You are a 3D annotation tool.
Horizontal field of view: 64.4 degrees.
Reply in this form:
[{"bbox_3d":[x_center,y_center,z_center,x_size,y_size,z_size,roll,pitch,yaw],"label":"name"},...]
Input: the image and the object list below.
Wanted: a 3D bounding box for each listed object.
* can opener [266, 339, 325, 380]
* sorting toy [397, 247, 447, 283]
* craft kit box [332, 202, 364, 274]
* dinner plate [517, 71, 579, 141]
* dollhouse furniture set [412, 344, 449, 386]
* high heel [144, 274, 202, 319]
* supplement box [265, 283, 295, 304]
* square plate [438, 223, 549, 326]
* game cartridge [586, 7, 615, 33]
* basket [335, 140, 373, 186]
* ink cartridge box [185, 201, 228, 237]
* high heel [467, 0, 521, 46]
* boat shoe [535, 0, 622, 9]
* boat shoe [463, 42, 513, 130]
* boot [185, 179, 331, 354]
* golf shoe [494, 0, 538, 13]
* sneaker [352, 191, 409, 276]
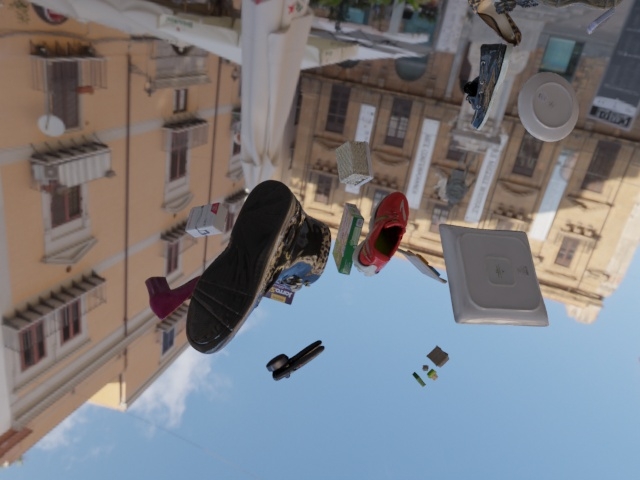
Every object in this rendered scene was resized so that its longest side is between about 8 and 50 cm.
[{"bbox_3d":[-0.069,0.360,1.521,0.186,0.073,0.059,-27,-134,2],"label":"can opener"},{"bbox_3d":[0.426,0.099,2.155,0.208,0.038,0.193,38,178,-17],"label":"sorting toy"},{"bbox_3d":[0.115,-0.013,2.162,0.060,0.250,0.247,12,-164,-6],"label":"craft kit box"},{"bbox_3d":[0.464,-0.271,1.024,0.141,0.141,0.017,5,177,-11],"label":"dinner plate"},{"bbox_3d":[0.418,0.474,1.896,0.151,0.059,0.076,-43,-146,-5],"label":"dollhouse furniture set"},{"bbox_3d":[-0.517,0.240,2.036,0.377,0.127,0.181,3,-130,-46],"label":"high heel"},{"bbox_3d":[-0.119,0.112,1.707,0.104,0.188,0.081,16,-146,0],"label":"supplement box"},{"bbox_3d":[0.570,0.104,1.651,0.343,0.049,0.348,4,-117,-14],"label":"square plate"},{"bbox_3d":[0.672,-0.526,1.224,0.017,0.056,0.083,52,-164,6],"label":"game cartridge"},{"bbox_3d":[0.139,-0.323,2.118,0.103,0.168,0.113,2,163,-36],"label":"basket"},{"bbox_3d":[-0.448,-0.080,2.001,0.150,0.109,0.063,-8,150,31],"label":"ink cartridge box"},{"bbox_3d":[0.641,-0.822,1.870,0.261,0.093,0.186,24,-137,-29],"label":"high heel"},{"bbox_3d":[0.636,-0.671,1.306,0.320,0.118,0.103,0,-136,-14],"label":"boat shoe"},{"bbox_3d":[0.538,-0.513,1.703,0.112,0.340,0.127,15,-116,8],"label":"boat shoe"},{"bbox_3d":[-0.117,0.077,1.122,0.138,0.378,0.284,23,178,25],"label":"boot"},{"bbox_3d":[0.721,-0.877,1.809,0.198,0.094,0.077,-8,180,7],"label":"golf shoe"},{"bbox_3d":[0.183,-0.027,1.301,0.107,0.118,0.279,34,-126,-11],"label":"sneaker"}]
